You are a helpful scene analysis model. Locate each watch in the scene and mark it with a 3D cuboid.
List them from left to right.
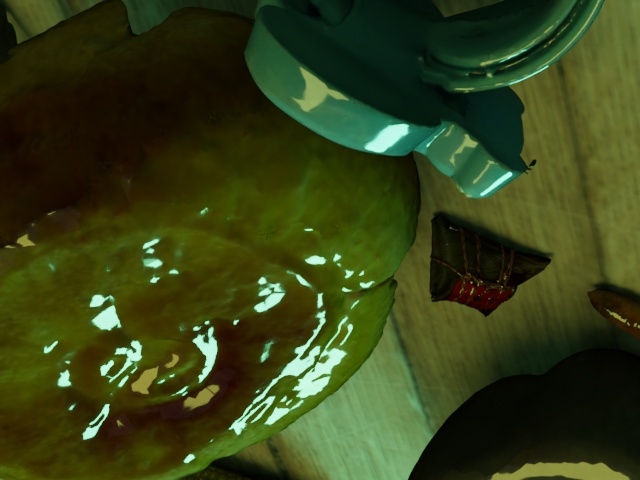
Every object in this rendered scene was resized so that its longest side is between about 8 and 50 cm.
[{"bbox_3d":[0.068,-0.151,0.724,0.211,0.211,0.193,33,119,-5],"label":"watch"}]

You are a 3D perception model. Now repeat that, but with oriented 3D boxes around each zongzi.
[{"bbox_3d":[0.121,0.020,0.971,0.073,0.067,0.083,-26,136,33],"label":"zongzi"}]

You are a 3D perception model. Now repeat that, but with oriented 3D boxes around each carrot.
[{"bbox_3d":[0.257,0.068,0.943,0.165,0.036,0.036,23,141,12],"label":"carrot"}]

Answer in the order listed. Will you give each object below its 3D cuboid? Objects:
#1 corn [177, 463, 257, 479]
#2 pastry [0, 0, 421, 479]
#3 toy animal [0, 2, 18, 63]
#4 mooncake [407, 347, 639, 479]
[{"bbox_3d":[-0.102,0.263,1.324,0.310,0.101,0.101,17,140,17],"label":"corn"},{"bbox_3d":[-0.109,0.013,0.847,0.356,0.164,0.356,-14,139,-13],"label":"pastry"},{"bbox_3d":[-0.170,-0.043,0.969,0.160,0.197,0.272,-20,116,40],"label":"toy animal"},{"bbox_3d":[0.192,0.227,1.011,0.306,0.154,0.306,10,121,17],"label":"mooncake"}]
